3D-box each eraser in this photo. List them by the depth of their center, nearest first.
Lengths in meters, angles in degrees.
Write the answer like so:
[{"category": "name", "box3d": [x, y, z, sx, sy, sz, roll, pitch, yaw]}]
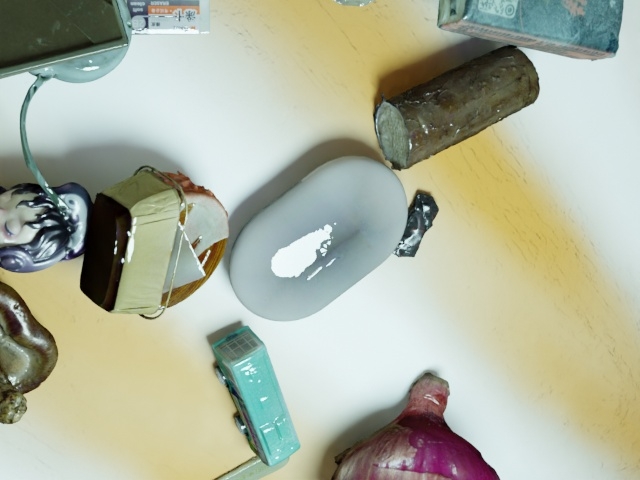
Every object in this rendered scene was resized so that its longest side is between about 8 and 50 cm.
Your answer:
[{"category": "eraser", "box3d": [-0.217, -0.317, 1.160, 0.122, 0.029, 0.052, -7, 114, -23]}]

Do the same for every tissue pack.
[{"category": "tissue pack", "box3d": [0.345, -0.425, 1.308, 0.315, 0.103, 0.228, 4, 94, -26]}]

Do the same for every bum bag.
[{"category": "bum bag", "box3d": [0.168, -0.025, 1.465, 0.057, 0.034, 0.124, 29, 97, -23]}]

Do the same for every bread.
[{"category": "bread", "box3d": [-0.234, 0.006, 1.203, 0.211, 0.142, 0.224, -11, 126, -49]}]

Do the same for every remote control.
[{"category": "remote control", "box3d": [0.000, 0.000, 1.355, 0.332, 0.103, 0.221, -38, 122, -6]}]

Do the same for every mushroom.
[{"category": "mushroom", "box3d": [-0.455, 0.166, 1.147, 0.148, 0.217, 0.227, -41, 122, -3]}]

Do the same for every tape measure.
[{"category": "tape measure", "box3d": [-0.317, -0.201, 1.078, 0.163, 0.084, 0.331, -9, 92, -21]}]

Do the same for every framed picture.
[{"category": "framed picture", "box3d": [-0.367, -0.342, 1.015, 0.192, 0.018, 0.266, -18, 89, -17]}]

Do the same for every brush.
[{"category": "brush", "box3d": [-0.208, 0.465, 1.510, 0.336, 0.020, 0.086, -24, 120, -14]}]

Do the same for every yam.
[{"category": "yam", "box3d": [0.226, -0.224, 1.355, 0.279, 0.131, 0.131, -27, 120, -13]}]

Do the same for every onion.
[{"category": "onion", "box3d": [0.189, 0.439, 1.549, 0.347, 0.347, 0.386, 26, 64, -31]}]

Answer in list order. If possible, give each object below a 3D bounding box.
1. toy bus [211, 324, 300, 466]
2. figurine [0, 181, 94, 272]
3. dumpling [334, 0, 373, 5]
[{"category": "toy bus", "box3d": [-0.110, 0.275, 1.426, 0.091, 0.109, 0.262, -29, 122, -18]}, {"category": "figurine", "box3d": [-0.417, -0.005, 1.142, 0.222, 0.145, 0.145, -21, 119, -16]}, {"category": "dumpling", "box3d": [-0.021, -0.467, 1.158, 0.166, 0.086, 0.332, -32, 117, -13]}]
